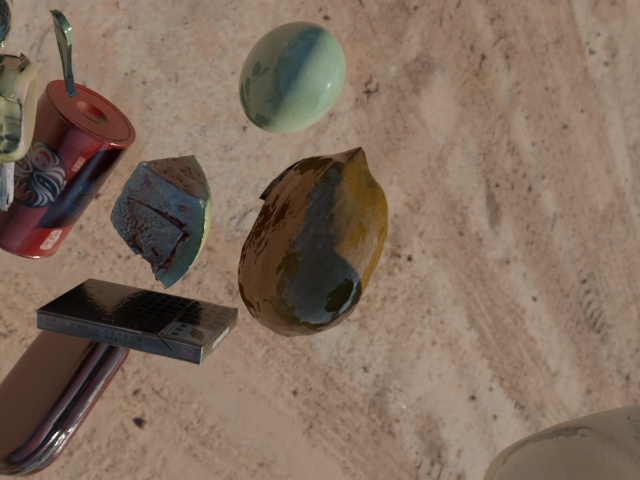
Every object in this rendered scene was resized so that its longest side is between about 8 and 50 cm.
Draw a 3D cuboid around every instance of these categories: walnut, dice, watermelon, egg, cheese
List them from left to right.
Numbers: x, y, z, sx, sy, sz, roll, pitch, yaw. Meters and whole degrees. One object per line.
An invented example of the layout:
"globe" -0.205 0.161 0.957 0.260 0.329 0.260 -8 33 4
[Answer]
"cheese" -0.549 -0.183 1.262 0.082 0.163 0.286 7 115 -10
"watermelon" -0.342 -0.068 1.538 0.201 0.261 0.212 22 117 -27
"egg" -0.045 -0.246 1.098 0.149 0.192 0.149 22 46 -25
"walnut" 0.000 0.000 1.048 0.203 0.203 0.297 34 83 -45
"dice" 0.398 0.395 0.924 0.277 0.304 0.304 12 54 -34

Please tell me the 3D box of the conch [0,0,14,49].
"conch" -0.515 -0.343 1.046 0.155 0.130 0.207 94 -1 -68

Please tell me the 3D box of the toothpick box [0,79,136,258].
"toothpick box" -0.564 -0.145 1.516 0.204 0.204 0.333 18 122 -47

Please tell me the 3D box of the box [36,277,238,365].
"box" -0.338 0.146 1.349 0.180 0.325 0.047 -48 146 -68

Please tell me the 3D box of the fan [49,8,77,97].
"fan" -0.348 -0.250 0.986 0.016 0.193 0.038 -33 83 -22

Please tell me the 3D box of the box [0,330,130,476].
"box" -0.581 0.320 1.557 0.108 0.263 0.403 59 45 -35
